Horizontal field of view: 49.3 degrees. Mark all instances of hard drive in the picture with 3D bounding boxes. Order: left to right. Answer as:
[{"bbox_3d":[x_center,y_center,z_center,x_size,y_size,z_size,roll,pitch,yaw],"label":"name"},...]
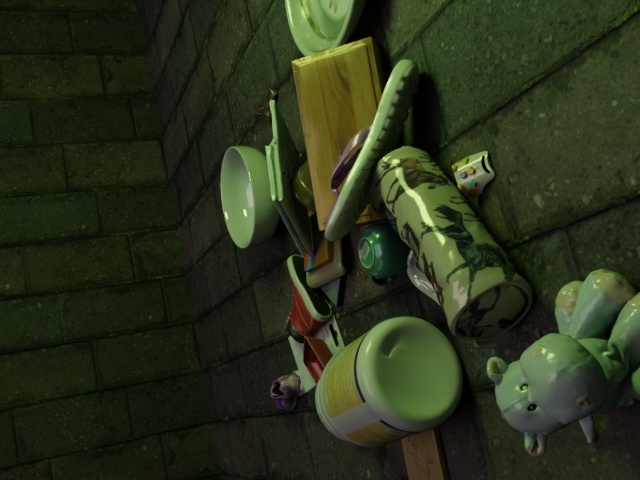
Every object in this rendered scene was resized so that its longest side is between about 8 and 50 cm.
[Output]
[{"bbox_3d":[0.030,0.115,1.991,0.135,0.022,0.094,-133,42,-52],"label":"hard drive"}]

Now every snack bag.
[{"bbox_3d":[-0.087,-0.168,1.889,0.323,0.037,0.342,62,-161,-60],"label":"snack bag"}]

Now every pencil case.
[{"bbox_3d":[0.240,0.006,1.350,0.183,0.160,0.410,89,159,-49],"label":"pencil case"}]

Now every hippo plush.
[{"bbox_3d":[0.361,0.178,1.040,0.294,0.237,0.234,-57,46,54],"label":"hippo plush"}]

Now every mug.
[{"bbox_3d":[0.148,0.037,1.624,0.129,0.097,0.157,-171,76,-64],"label":"mug"}]

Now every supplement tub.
[{"bbox_3d":[0.138,0.326,1.555,0.331,0.241,0.241,132,126,-59],"label":"supplement tub"}]

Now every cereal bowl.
[{"bbox_3d":[-0.215,-0.146,2.307,0.339,0.141,0.338,174,90,-65],"label":"cereal bowl"}]

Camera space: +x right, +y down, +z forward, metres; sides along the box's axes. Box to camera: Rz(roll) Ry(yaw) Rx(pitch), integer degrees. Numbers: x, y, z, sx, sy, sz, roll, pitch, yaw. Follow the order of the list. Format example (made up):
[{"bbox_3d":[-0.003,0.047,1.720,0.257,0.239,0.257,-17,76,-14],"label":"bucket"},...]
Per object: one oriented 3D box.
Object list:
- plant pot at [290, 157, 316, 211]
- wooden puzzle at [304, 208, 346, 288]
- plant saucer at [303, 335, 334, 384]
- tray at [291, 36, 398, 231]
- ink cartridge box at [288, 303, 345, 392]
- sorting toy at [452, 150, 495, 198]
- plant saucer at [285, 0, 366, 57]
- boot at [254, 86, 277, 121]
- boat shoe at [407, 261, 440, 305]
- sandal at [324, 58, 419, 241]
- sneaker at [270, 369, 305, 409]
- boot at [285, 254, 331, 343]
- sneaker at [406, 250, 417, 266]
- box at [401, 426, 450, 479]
[{"bbox_3d":[0.028,-0.180,1.768,0.167,0.167,0.165,64,142,35],"label":"plant pot"},{"bbox_3d":[0.000,0.000,1.961,0.221,0.044,0.238,-32,61,60],"label":"wooden puzzle"},{"bbox_3d":[0.037,0.394,1.903,0.258,0.048,0.259,56,165,21],"label":"plant saucer"},{"bbox_3d":[0.067,-0.240,1.616,0.203,0.076,0.410,-11,84,20],"label":"tray"},{"bbox_3d":[0.008,0.325,2.087,0.232,0.066,0.189,-41,57,36],"label":"ink cartridge box"},{"bbox_3d":[0.299,-0.134,1.339,0.075,0.045,0.083,-30,68,43],"label":"sorting toy"},{"bbox_3d":[0.030,-0.640,1.697,0.400,0.101,0.400,173,90,-66],"label":"plant saucer"},{"bbox_3d":[-0.177,-0.459,2.264,0.106,0.037,0.114,45,141,34],"label":"boot"},{"bbox_3d":[0.253,0.093,1.443,0.184,0.066,0.063,50,130,40],"label":"boat shoe"},{"bbox_3d":[0.091,-0.194,1.485,0.416,0.102,0.169,-64,-18,-4],"label":"sandal"},{"bbox_3d":[-0.124,0.504,2.328,0.095,0.105,0.236,69,153,25],"label":"sneaker"},{"bbox_3d":[-0.073,0.179,2.101,0.176,0.088,0.244,-50,50,37],"label":"boot"},{"bbox_3d":[0.228,0.029,1.511,0.058,0.052,0.135,45,138,43],"label":"sneaker"},{"bbox_3d":[0.242,0.506,1.641,0.164,0.021,0.201,-28,72,64],"label":"box"}]
